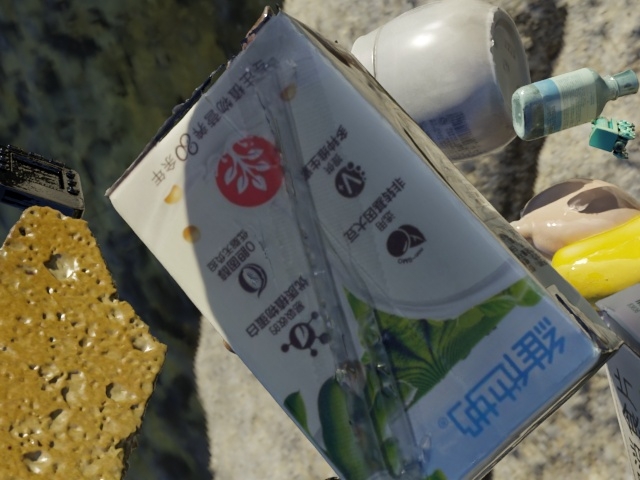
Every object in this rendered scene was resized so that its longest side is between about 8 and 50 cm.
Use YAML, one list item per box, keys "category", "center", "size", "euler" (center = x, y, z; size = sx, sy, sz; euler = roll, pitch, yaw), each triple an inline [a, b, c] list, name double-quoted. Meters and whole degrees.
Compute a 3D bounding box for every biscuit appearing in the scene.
- category: "biscuit"
  center: [-0.167, 0.073, 0.759]
  size: [0.131, 0.237, 0.026]
  euler: [21, 128, -7]

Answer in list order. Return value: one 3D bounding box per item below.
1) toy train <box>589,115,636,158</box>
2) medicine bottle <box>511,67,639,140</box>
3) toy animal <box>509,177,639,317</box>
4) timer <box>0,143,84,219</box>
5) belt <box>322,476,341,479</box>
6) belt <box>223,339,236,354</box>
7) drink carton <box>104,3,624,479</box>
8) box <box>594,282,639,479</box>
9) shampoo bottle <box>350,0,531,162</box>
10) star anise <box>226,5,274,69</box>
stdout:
- category: "toy train"
  center: [0.291, -0.105, 1.180]
  size: [0.045, 0.092, 0.029]
  euler: [20, 111, 6]
- category: "medicine bottle"
  center: [0.402, -0.224, 1.860]
  size: [0.053, 0.209, 0.090]
  euler: [-132, 28, -56]
- category: "toy animal"
  center: [0.467, 0.063, 1.920]
  size: [0.345, 0.277, 0.246]
  euler: [17, 137, 38]
- category: "timer"
  center: [-0.449, -0.085, 1.853]
  size: [0.055, 0.144, 0.187]
  euler: [-64, 23, 17]
- category: "belt"
  center: [0.015, 0.376, 1.350]
  size: [0.078, 0.151, 0.198]
  euler: [-22, 73, 25]
- category: "belt"
  center: [-0.110, 0.153, 1.848]
  size: [0.036, 0.083, 0.059]
  euler: [118, 147, -42]
- category: "drink carton"
  center: [0.030, 0.020, 0.837]
  size: [0.194, 0.132, 0.324]
  euler: [-46, 73, 15]
- category: "box"
  center: [0.369, 0.207, 1.067]
  size: [0.173, 0.145, 0.332]
  euler: [-120, 12, -73]
- category: "shampoo bottle"
  center: [0.202, -0.265, 1.999]
  size: [0.266, 0.273, 0.273]
  euler: [-9, 108, 24]
- category: "star anise"
  center: [-0.044, -0.171, 1.649]
  size: [0.257, 0.198, 0.111]
  euler: [44, 160, -12]
